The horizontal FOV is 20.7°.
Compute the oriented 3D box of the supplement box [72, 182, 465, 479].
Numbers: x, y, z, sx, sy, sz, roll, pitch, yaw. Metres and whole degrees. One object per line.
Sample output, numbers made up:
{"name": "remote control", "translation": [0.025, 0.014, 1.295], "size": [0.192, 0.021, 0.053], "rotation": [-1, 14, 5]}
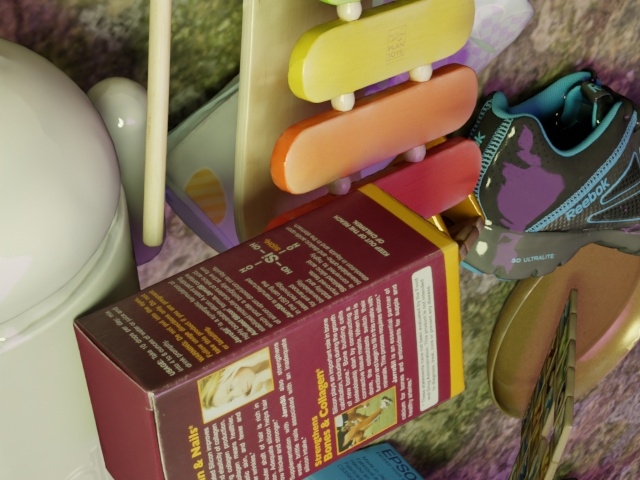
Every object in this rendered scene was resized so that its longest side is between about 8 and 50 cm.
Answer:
{"name": "supplement box", "translation": [-0.022, 0.061, 0.914], "size": [0.188, 0.081, 0.104], "rotation": [-25, 129, -25]}

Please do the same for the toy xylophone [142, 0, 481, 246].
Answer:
{"name": "toy xylophone", "translation": [0.003, -0.101, 0.972], "size": [0.236, 0.081, 0.323], "rotation": [-33, 132, -42]}

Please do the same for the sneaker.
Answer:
{"name": "sneaker", "translation": [0.238, -0.064, 1.408], "size": [0.340, 0.125, 0.140], "rotation": [-15, 129, -41]}

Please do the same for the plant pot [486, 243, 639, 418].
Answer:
{"name": "plant pot", "translation": [0.236, 0.061, 1.609], "size": [0.236, 0.032, 0.236], "rotation": [-28, 141, -25]}

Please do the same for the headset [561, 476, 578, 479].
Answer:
{"name": "headset", "translation": [0.189, 0.416, 1.741], "size": [0.394, 0.243, 0.185], "rotation": [-58, -174, -39]}

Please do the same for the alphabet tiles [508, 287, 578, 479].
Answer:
{"name": "alphabet tiles", "translation": [0.184, 0.189, 1.526], "size": [0.198, 0.009, 0.237], "rotation": [-75, -179, -57]}

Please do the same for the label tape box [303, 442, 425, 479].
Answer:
{"name": "label tape box", "translation": [0.052, 0.392, 1.543], "size": [0.115, 0.249, 0.348], "rotation": [-15, 134, -38]}

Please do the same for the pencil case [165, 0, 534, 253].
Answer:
{"name": "pencil case", "translation": [0.012, -0.100, 1.136], "size": [0.273, 0.113, 0.124], "rotation": [-46, 137, -2]}

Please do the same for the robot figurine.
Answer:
{"name": "robot figurine", "translation": [-0.198, 0.029, 0.959], "size": [0.300, 0.199, 0.353], "rotation": [-44, 148, -31]}

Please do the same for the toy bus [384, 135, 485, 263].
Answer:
{"name": "toy bus", "translation": [0.012, -0.006, 1.230], "size": [0.202, 0.191, 0.104], "rotation": [-30, 102, -21]}
